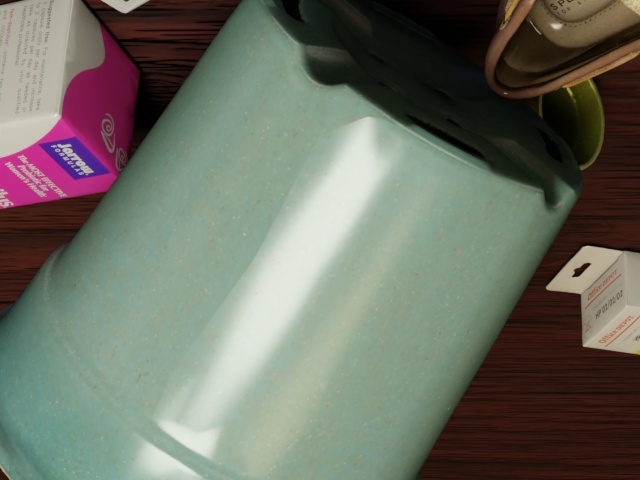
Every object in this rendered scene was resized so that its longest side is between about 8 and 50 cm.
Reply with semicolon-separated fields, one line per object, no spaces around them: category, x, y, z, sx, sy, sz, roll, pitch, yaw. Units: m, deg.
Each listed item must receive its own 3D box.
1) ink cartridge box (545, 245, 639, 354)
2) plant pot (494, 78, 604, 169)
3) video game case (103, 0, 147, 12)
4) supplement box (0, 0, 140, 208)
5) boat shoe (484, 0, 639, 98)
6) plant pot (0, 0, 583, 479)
ink cartridge box;0.317;0.064;1.448;0.181;0.061;0.104;9;152;-11
plant pot;0.160;-0.090;1.156;0.079;0.083;0.083;-8;154;44
video game case;-0.127;-0.231;0.952;0.212;0.023;0.193;-21;145;39
supplement box;-0.259;-0.095;1.135;0.220;0.114;0.111;-10;150;19
boat shoe;0.209;-0.171;0.880;0.123;0.123;0.342;43;147;-15
plant pot;-0.015;0.024;1.040;0.341;0.341;0.334;20;115;-31
